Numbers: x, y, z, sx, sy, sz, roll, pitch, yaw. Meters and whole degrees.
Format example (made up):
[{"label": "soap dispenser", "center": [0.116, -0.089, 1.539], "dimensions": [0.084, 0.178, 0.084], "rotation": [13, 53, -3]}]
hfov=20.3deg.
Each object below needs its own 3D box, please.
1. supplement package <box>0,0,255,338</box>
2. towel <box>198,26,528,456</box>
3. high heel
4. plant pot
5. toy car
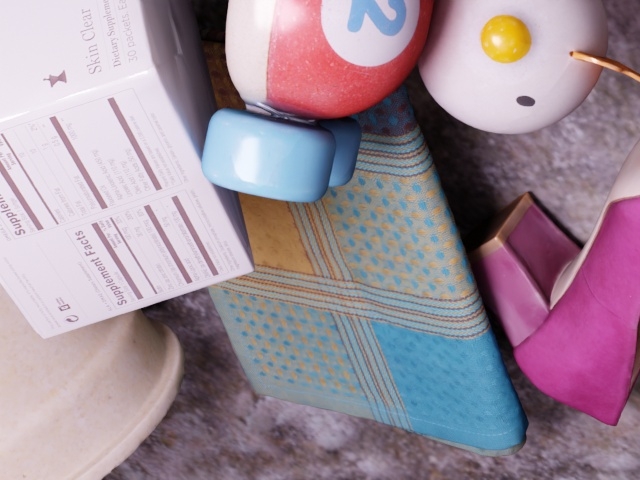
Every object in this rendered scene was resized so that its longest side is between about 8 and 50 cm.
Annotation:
[{"label": "supplement package", "center": [-0.156, -0.114, 1.096], "dimensions": [0.145, 0.262, 0.204], "rotation": [-19, 143, 4]}, {"label": "towel", "center": [0.000, 0.000, 1.316], "dimensions": [0.271, 0.040, 0.370], "rotation": [12, 138, 36]}, {"label": "high heel", "center": [0.252, 0.011, 1.194], "dimensions": [0.181, 0.127, 0.377], "rotation": [46, 149, -9]}, {"label": "plant pot", "center": [-0.316, 0.032, 1.363], "dimensions": [0.334, 0.334, 0.305], "rotation": [-10, 116, 32]}, {"label": "toy car", "center": [0.078, -0.122, 1.017], "dimensions": [0.238, 0.210, 0.219], "rotation": [12, 98, 7]}]
